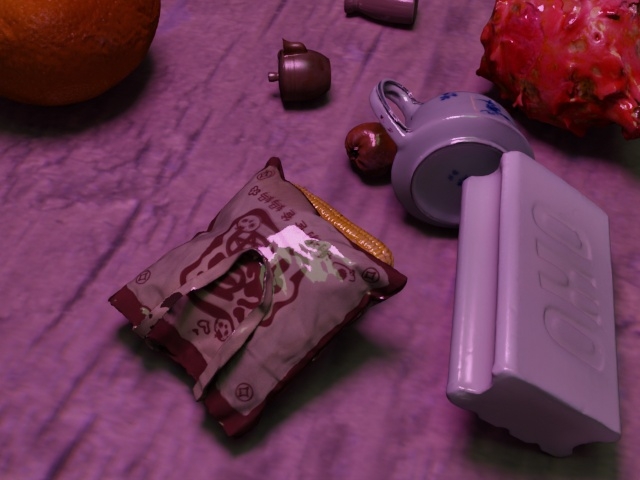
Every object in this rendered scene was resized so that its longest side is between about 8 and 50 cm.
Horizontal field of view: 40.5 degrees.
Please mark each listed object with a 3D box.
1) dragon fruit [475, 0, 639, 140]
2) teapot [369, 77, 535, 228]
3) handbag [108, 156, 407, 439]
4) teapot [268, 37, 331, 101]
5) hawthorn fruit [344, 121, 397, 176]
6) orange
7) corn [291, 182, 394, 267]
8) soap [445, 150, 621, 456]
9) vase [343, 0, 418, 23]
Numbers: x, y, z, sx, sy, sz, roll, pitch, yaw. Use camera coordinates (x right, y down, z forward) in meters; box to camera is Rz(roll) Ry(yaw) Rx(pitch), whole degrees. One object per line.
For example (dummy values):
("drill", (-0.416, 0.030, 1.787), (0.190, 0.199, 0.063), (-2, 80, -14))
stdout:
("dragon fruit", (0.321, -0.229, 1.059), (0.210, 0.205, 0.268), (-20, 54, -26))
("teapot", (0.155, -0.109, 0.998), (0.232, 0.159, 0.159), (26, 50, -20))
("handbag", (-0.065, 0.049, 0.867), (0.235, 0.127, 0.213), (-42, 67, -11))
("teapot", (-0.030, -0.231, 1.125), (0.080, 0.085, 0.110), (-3, 33, -7))
("hawthorn fruit", (0.080, -0.117, 1.053), (0.103, 0.067, 0.067), (-20, 56, -32))
("orange", (-0.333, -0.286, 1.044), (0.264, 0.264, 0.264), (1, 53, -2))
("corn", (0.000, 0.000, 0.954), (0.165, 0.063, 0.085), (41, 91, 24))
("soap", (0.216, 0.059, 0.867), (0.160, 0.087, 0.265), (31, 49, -24))
("vase", (0.086, -0.337, 1.223), (0.101, 0.053, 0.053), (10, 53, 9))
